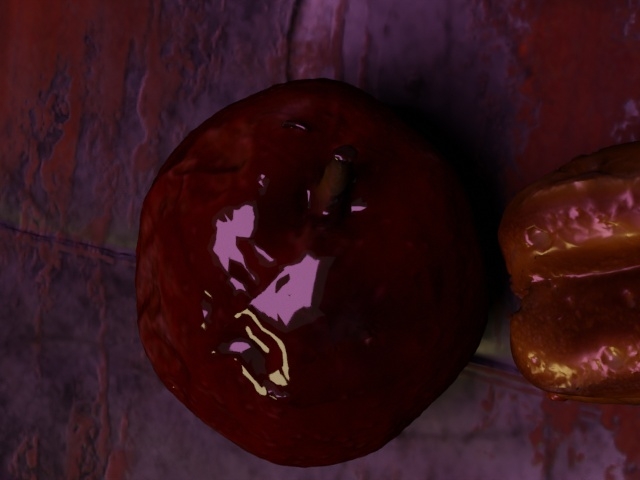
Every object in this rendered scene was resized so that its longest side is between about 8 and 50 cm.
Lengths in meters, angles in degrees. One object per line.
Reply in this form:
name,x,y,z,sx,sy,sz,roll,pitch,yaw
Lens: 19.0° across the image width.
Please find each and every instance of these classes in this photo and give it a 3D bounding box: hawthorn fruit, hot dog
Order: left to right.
hawthorn fruit,0.000,0.000,1.145,0.266,0.210,0.230,112,139,-59
hot dog,0.262,0.005,1.056,0.349,0.117,0.158,-13,84,33
